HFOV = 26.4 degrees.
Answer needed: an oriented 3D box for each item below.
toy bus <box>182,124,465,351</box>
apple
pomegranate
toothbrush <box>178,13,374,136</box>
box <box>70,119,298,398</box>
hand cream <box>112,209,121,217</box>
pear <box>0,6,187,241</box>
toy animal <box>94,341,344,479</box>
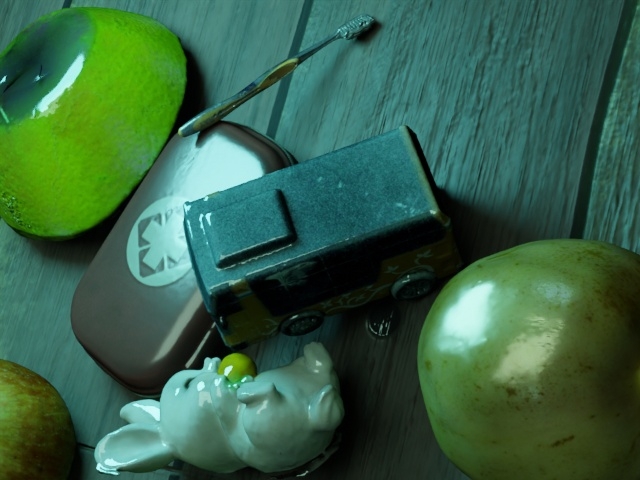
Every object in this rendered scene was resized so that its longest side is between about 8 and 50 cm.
[{"bbox_3d":[0.000,0.000,1.703,0.323,0.194,0.162,-19,61,1],"label":"toy bus"},{"bbox_3d":[-0.514,0.298,1.926,0.309,0.250,0.277,-38,55,11],"label":"apple"},{"bbox_3d":[0.264,0.138,1.467,0.319,0.319,0.319,-13,65,28],"label":"pomegranate"},{"bbox_3d":[-0.062,-0.233,1.920,0.321,0.023,0.031,-32,27,-6],"label":"toothbrush"},{"bbox_3d":[-0.187,0.021,1.913,0.263,0.108,0.404,32,89,37],"label":"box"},{"bbox_3d":[-0.347,-0.134,2.122,0.080,0.050,0.234,-33,52,23],"label":"hand cream"},{"bbox_3d":[-0.398,-0.208,2.065,0.399,0.165,0.399,-20,51,27],"label":"pear"},{"bbox_3d":[-0.117,0.228,1.730,0.325,0.208,0.154,-21,101,13],"label":"toy animal"}]
